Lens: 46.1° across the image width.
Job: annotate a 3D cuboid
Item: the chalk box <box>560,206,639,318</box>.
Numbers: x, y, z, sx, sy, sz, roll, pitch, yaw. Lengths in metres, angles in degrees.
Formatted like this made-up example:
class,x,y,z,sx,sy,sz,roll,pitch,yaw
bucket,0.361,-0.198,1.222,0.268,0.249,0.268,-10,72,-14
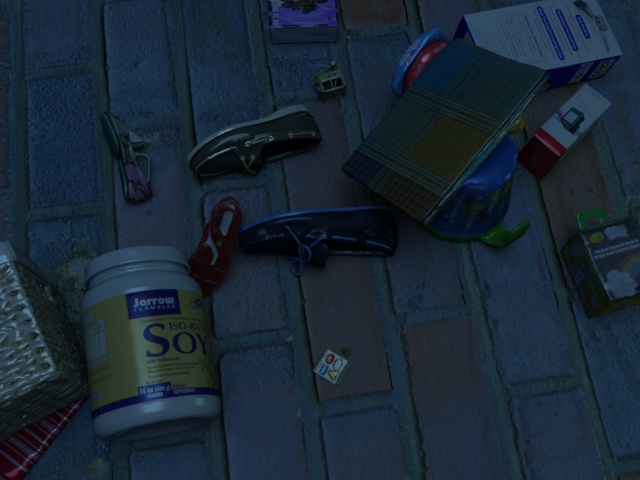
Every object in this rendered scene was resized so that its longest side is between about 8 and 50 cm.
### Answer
class,x,y,z,sx,sy,sz,roll,pitch,yaw
chalk box,0.603,0.035,1.587,0.132,0.132,0.213,-14,70,-5

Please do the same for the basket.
class,x,y,z,sx,sy,sz,roll,pitch,yaw
basket,-0.621,0.214,1.369,0.331,0.328,0.266,-28,77,-12

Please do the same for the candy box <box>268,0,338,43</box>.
class,x,y,z,sx,sy,sz,roll,pitch,yaw
candy box,-0.044,-0.581,1.826,0.165,0.070,0.196,-3,71,-2

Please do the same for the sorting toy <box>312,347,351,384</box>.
class,x,y,z,sx,sy,sz,roll,pitch,yaw
sorting toy,0.029,0.250,1.561,0.062,0.012,0.083,29,73,9

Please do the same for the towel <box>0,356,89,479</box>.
class,x,y,z,sx,sy,sz,roll,pitch,yaw
towel,-0.596,0.323,1.514,0.199,0.031,0.275,34,73,9

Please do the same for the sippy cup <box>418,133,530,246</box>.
class,x,y,z,sx,sy,sz,roll,pitch,yaw
sippy cup,0.310,-0.140,1.594,0.306,0.224,0.240,18,72,5

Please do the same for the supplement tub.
class,x,y,z,sx,sy,sz,roll,pitch,yaw
supplement tub,-0.332,0.199,1.451,0.241,0.241,0.331,-11,71,-5

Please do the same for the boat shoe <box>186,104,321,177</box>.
class,x,y,z,sx,sy,sz,roll,pitch,yaw
boat shoe,-0.144,-0.206,1.670,0.305,0.109,0.091,-24,68,-13

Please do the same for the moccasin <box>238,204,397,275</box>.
class,x,y,z,sx,sy,sz,roll,pitch,yaw
moccasin,0.000,0.000,1.586,0.342,0.137,0.116,-8,75,-3

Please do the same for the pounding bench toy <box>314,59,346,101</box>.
class,x,y,z,sx,sy,sz,roll,pitch,yaw
pounding bench toy,0.015,-0.377,1.764,0.065,0.052,0.083,-17,71,-7

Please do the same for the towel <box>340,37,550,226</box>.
class,x,y,z,sx,sy,sz,roll,pitch,yaw
towel,0.239,-0.225,1.494,0.370,0.040,0.271,-50,46,-1

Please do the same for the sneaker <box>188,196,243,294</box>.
class,x,y,z,sx,sy,sz,roll,pitch,yaw
sneaker,-0.223,0.008,1.616,0.087,0.128,0.221,28,103,-10

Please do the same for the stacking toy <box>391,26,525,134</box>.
class,x,y,z,sx,sy,sz,roll,pitch,yaw
stacking toy,0.316,-0.314,1.632,0.302,0.166,0.175,41,97,30

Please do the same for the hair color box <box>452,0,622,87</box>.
class,x,y,z,sx,sy,sz,roll,pitch,yaw
hair color box,0.503,-0.453,1.759,0.339,0.110,0.185,-13,71,-10

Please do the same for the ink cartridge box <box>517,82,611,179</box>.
class,x,y,z,sx,sy,sz,roll,pitch,yaw
ink cartridge box,0.526,-0.226,1.676,0.231,0.134,0.078,-43,77,-14

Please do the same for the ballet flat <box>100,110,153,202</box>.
class,x,y,z,sx,sy,sz,roll,pitch,yaw
ballet flat,-0.426,-0.190,1.685,0.079,0.077,0.221,-14,75,-25
